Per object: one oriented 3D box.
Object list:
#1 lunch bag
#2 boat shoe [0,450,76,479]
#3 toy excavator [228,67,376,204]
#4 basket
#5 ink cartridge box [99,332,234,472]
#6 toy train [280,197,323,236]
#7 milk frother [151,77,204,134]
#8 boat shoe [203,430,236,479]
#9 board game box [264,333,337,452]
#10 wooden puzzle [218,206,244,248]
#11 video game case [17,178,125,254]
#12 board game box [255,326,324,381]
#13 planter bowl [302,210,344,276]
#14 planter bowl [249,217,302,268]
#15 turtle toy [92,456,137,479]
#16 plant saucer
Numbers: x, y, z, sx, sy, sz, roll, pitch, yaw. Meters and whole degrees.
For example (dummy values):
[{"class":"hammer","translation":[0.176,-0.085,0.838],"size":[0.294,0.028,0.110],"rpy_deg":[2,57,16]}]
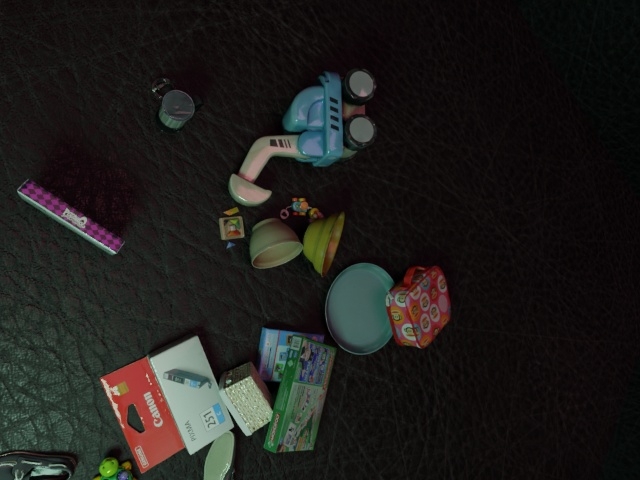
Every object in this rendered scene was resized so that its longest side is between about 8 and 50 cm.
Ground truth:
[{"class":"lunch bag","translation":[0.358,0.219,1.557],"size":[0.293,0.120,0.258],"rpy_deg":[-29,106,-43]},{"class":"boat shoe","translation":[-0.693,0.547,1.011],"size":[0.206,0.065,0.075],"rpy_deg":[13,81,-28]},{"class":"toy excavator","translation":[-0.066,-0.323,1.360],"size":[0.445,0.222,0.433],"rpy_deg":[0,88,-16]},{"class":"basket","translation":[-0.209,0.454,1.245],"size":[0.103,0.113,0.167],"rpy_deg":[-28,103,-4]},{"class":"ink cartridge box","translation":[-0.412,0.447,1.175],"size":[0.261,0.066,0.296],"rpy_deg":[-24,99,-29]},{"class":"toy train","translation":[-0.047,-0.066,1.420],"size":[0.166,0.046,0.125],"rpy_deg":[44,68,-21]},{"class":"milk frother","translation":[-0.412,-0.387,1.182],"size":[0.143,0.134,0.129],"rpy_deg":[45,67,-20]},{"class":"boat shoe","translation":[-0.286,0.673,1.240],"size":[0.079,0.084,0.233],"rpy_deg":[41,55,-62]},{"class":"board game box","translation":[-0.051,0.461,1.289],"size":[0.213,0.046,0.317],"rpy_deg":[38,62,-54]},{"class":"wooden puzzle","translation":[-0.271,-0.040,1.311],"size":[0.078,0.014,0.116],"rpy_deg":[-16,95,-29]},{"class":"video game case","translation":[-0.587,-0.044,1.022],"size":[0.232,0.210,0.042],"rpy_deg":[39,69,-21]},{"class":"board game box","translation":[-0.097,0.370,1.372],"size":[0.211,0.039,0.160],"rpy_deg":[13,81,-27]},{"class":"planter bowl","translation":[0.000,0.000,1.349],"size":[0.090,0.217,0.217],"rpy_deg":[17,76,10]},{"class":"planter bowl","translation":[-0.147,0.000,1.311],"size":[0.162,0.162,0.109],"rpy_deg":[-10,66,-29]},{"class":"turtle toy","translation":[-0.529,0.615,1.098],"size":[0.095,0.066,0.130],"rpy_deg":[-20,97,-29]},{"class":"plant saucer","translation":[0.145,0.238,1.514],"size":[0.317,0.043,0.318],"rpy_deg":[2,85,-30]}]
